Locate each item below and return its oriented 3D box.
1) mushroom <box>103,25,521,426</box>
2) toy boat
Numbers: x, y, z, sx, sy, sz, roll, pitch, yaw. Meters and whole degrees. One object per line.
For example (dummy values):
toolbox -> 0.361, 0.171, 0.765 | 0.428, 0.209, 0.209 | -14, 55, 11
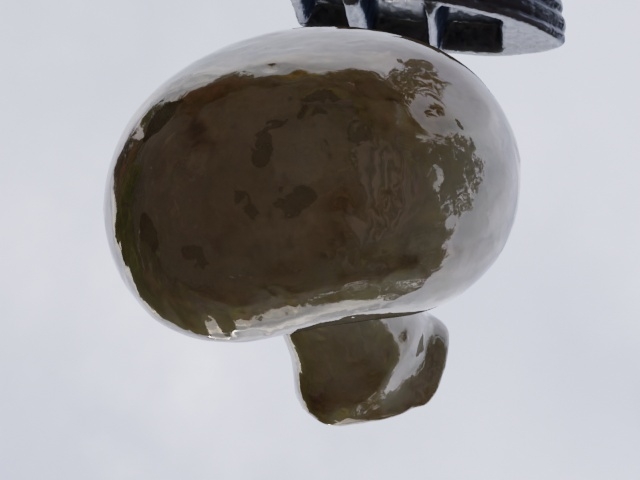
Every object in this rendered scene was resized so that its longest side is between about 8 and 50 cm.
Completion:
mushroom -> 0.000, 0.000, 0.973 | 0.297, 0.297, 0.290 | 10, -60, 40
toy boat -> 0.112, -0.243, 1.397 | 0.283, 0.127, 0.078 | 9, -109, 9
